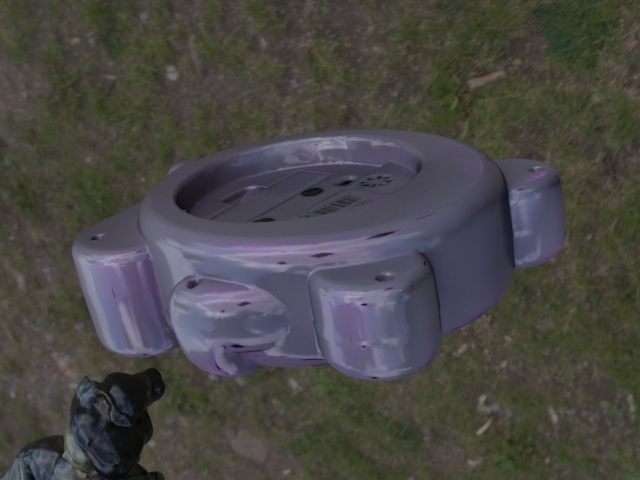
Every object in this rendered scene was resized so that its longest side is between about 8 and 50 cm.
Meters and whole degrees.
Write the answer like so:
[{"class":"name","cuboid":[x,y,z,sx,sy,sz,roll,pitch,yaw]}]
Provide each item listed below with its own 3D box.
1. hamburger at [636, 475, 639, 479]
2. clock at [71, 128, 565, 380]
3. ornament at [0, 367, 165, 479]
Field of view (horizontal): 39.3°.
[{"class":"hamburger","cuboid":[0.381,0.301,0.906,0.125,0.214,0.235,40,146,-10]},{"class":"clock","cuboid":[0.000,0.000,0.701,0.322,0.295,0.113,9,119,41]},{"class":"ornament","cuboid":[-0.122,0.153,0.463,0.166,0.153,0.196,23,129,13]}]
